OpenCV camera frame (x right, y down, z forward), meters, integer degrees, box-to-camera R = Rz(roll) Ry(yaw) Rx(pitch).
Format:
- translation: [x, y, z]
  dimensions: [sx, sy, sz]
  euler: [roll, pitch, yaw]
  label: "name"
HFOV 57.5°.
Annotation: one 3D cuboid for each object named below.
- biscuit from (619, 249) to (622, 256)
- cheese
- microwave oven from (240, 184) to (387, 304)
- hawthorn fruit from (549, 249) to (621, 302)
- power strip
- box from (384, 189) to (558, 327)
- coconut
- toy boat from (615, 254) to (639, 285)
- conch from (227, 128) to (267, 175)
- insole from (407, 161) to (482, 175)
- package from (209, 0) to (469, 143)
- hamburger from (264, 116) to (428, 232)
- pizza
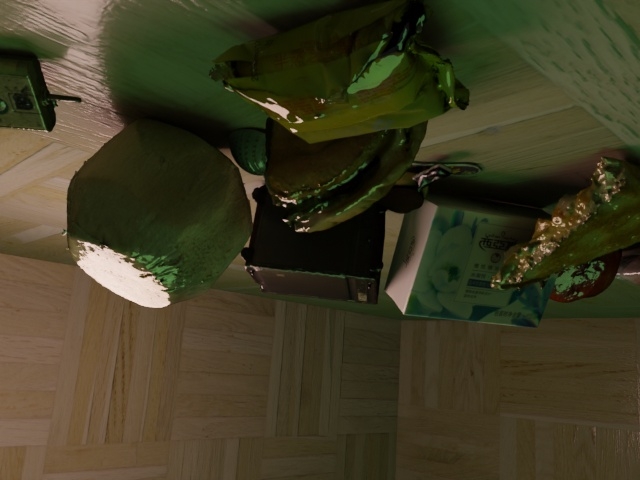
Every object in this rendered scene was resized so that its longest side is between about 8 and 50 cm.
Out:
- translation: [0.535, 0.028, 1.344]
  dimensions: [0.291, 0.041, 0.208]
  euler: [0, 170, 7]
  label: "biscuit"
- translation: [0.145, -0.088, 0.921]
  dimensions: [0.086, 0.036, 0.162]
  euler: [27, 158, -21]
  label: "cheese"
- translation: [0.000, 0.002, 1.086]
  dimensions: [0.248, 0.188, 0.178]
  euler: [6, 163, 8]
  label: "microwave oven"
- translation: [0.493, 0.031, 1.146]
  dimensions: [0.174, 0.173, 0.179]
  euler: [-3, 136, 29]
  label: "hawthorn fruit"
- translation: [-0.410, -0.173, 0.670]
  dimensions: [0.268, 0.034, 0.092]
  euler: [4, 137, -2]
  label: "power strip"
- translation: [0.277, 0.034, 1.036]
  dimensions: [0.275, 0.203, 0.116]
  euler: [8, -161, -16]
  label: "box"
- translation: [-0.219, -0.048, 0.829]
  dimensions: [0.245, 0.247, 0.245]
  euler: [20, 148, 13]
  label: "coconut"
- translation: [0.721, 0.053, 1.311]
  dimensions: [0.206, 0.096, 0.282]
  euler: [-14, -178, -2]
  label: "toy boat"
- translation: [-0.096, -0.124, 0.834]
  dimensions: [0.085, 0.056, 0.076]
  euler: [-4, 153, 30]
  label: "conch"
- translation: [0.153, -0.113, 0.917]
  dimensions: [0.197, 0.004, 0.065]
  euler: [3, 167, 7]
  label: "insole"
- translation: [0.021, -0.156, 0.564]
  dimensions: [0.227, 0.090, 0.168]
  euler: [-6, 161, 29]
  label: "package"
- translation: [0.046, -0.097, 0.714]
  dimensions: [0.208, 0.155, 0.135]
  euler: [-13, 165, 32]
  label: "hamburger"
- translation: [0.386, -0.014, 0.916]
  dimensions: [0.288, 0.075, 0.280]
  euler: [-32, 147, 15]
  label: "pizza"
